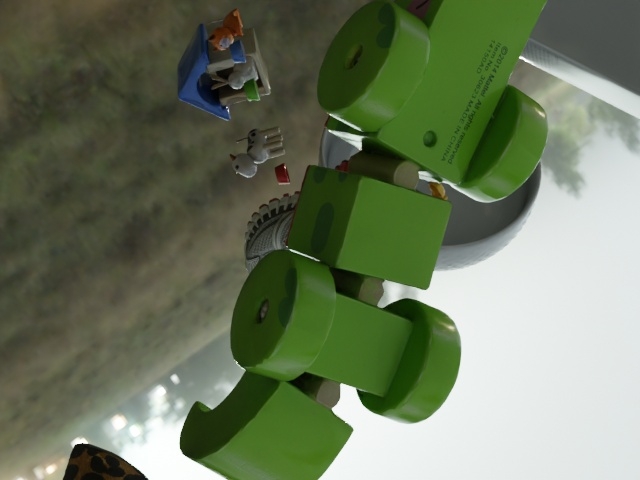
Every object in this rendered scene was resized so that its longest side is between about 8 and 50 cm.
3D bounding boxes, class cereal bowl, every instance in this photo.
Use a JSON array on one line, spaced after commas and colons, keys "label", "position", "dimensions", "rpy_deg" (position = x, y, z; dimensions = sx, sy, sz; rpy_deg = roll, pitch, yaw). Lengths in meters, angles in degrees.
[{"label": "cereal bowl", "position": [0.157, -0.085, 1.762], "dimensions": [0.339, 0.339, 0.141], "rpy_deg": [-34, 154, -28]}]

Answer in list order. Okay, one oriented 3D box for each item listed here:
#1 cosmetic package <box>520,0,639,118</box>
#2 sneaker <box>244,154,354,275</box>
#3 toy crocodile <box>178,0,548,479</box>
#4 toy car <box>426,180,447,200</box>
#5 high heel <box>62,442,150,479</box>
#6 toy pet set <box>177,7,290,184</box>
[{"label": "cosmetic package", "position": [0.381, -0.290, 1.449], "dimensions": [0.217, 0.385, 0.156], "rpy_deg": [-59, 168, 3]}, {"label": "sneaker", "position": [0.000, 0.000, 1.088], "dimensions": [0.088, 0.093, 0.225], "rpy_deg": [19, 147, -31]}, {"label": "toy crocodile", "position": [0.028, -0.017, 0.626], "dimensions": [0.105, 0.115, 0.341], "rpy_deg": [22, -89, 60]}, {"label": "toy car", "position": [0.133, -0.107, 1.419], "dimensions": [0.060, 0.122, 0.040], "rpy_deg": [-35, 141, -4]}, {"label": "high heel", "position": [-0.210, 0.264, 0.777], "dimensions": [0.261, 0.186, 0.093], "rpy_deg": [-26, 165, -11]}, {"label": "toy pet set", "position": [-0.072, -0.107, 0.815], "dimensions": [0.065, 0.122, 0.114], "rpy_deg": [-15, -139, 5]}]
